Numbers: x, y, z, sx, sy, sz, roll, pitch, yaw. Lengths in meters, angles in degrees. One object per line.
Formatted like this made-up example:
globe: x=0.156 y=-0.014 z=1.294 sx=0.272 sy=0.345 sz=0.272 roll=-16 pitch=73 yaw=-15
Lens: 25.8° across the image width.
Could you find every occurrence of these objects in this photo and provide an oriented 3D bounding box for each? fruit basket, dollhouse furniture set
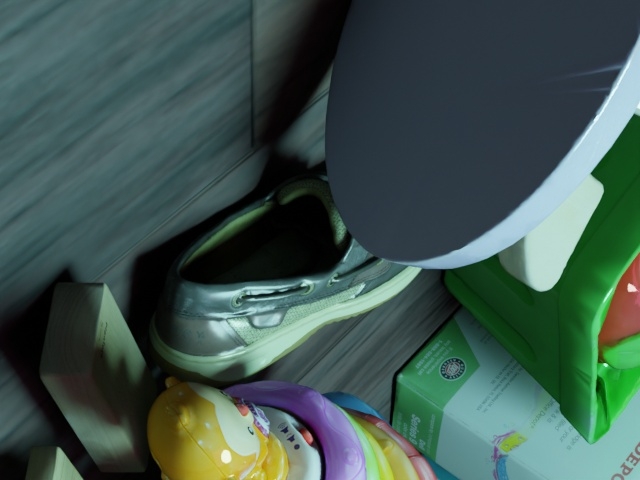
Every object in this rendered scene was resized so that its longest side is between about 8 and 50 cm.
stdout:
fruit basket: x=0.312 y=-0.010 z=1.012 sx=0.392 sy=0.392 sz=0.283 roll=-50 pitch=155 yaw=-18
dollhouse furniture set: x=-0.160 y=0.106 z=0.657 sx=0.144 sy=0.123 sz=0.151 roll=77 pitch=14 yaw=-58

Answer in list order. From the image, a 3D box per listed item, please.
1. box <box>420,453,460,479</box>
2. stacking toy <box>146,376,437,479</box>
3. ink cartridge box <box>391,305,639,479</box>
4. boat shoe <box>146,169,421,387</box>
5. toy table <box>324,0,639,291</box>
box: x=0.059 y=0.320 z=1.286 sx=0.100 sy=0.060 sz=0.244 roll=-29 pitch=143 yaw=-47
stacking toy: x=-0.027 y=0.133 z=0.729 sx=0.166 sy=0.175 sz=0.302 roll=-33 pitch=152 yaw=-3
ink cartridge box: x=0.187 y=0.143 z=1.134 sx=0.154 sy=0.212 sz=0.093 roll=-43 pitch=152 yaw=-31
boat shoe: x=-0.001 y=0.000 z=0.771 sx=0.223 sy=0.080 sz=0.073 roll=-33 pitch=151 yaw=-36
toy table: x=0.134 y=-0.103 z=0.740 sx=0.161 sy=0.252 sz=0.274 roll=14 pitch=117 yaw=-49
